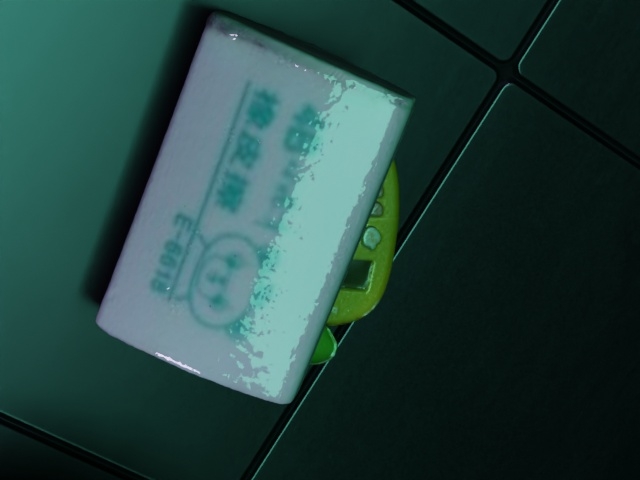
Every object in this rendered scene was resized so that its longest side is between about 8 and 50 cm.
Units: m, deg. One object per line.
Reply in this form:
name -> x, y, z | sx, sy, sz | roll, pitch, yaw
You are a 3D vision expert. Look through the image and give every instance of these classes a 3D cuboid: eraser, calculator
eraser -> -0.055, -0.028, 1.368 | 0.189, 0.104, 0.290 | 22, 101, 1
calculator -> 0.000, 0.000, 1.463 | 0.146, 0.032, 0.235 | 5, 105, -23
